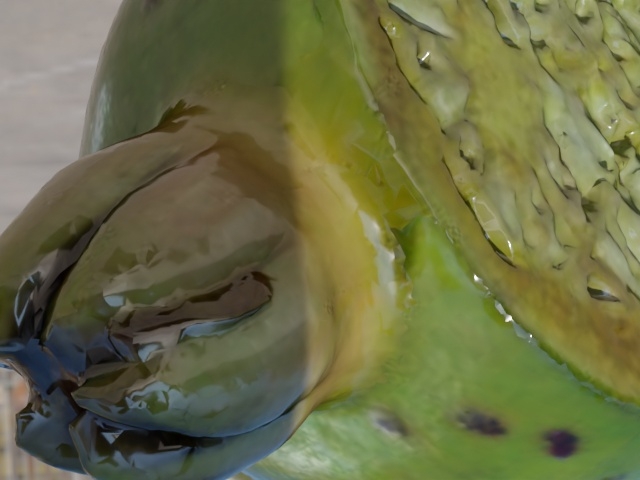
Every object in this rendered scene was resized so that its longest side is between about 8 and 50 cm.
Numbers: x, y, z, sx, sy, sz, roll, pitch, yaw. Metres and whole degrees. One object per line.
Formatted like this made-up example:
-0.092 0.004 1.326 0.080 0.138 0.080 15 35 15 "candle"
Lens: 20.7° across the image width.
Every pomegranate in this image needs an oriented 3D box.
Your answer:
0.011 0.006 0.465 0.190 0.241 0.159 41 131 -21 "pomegranate"
